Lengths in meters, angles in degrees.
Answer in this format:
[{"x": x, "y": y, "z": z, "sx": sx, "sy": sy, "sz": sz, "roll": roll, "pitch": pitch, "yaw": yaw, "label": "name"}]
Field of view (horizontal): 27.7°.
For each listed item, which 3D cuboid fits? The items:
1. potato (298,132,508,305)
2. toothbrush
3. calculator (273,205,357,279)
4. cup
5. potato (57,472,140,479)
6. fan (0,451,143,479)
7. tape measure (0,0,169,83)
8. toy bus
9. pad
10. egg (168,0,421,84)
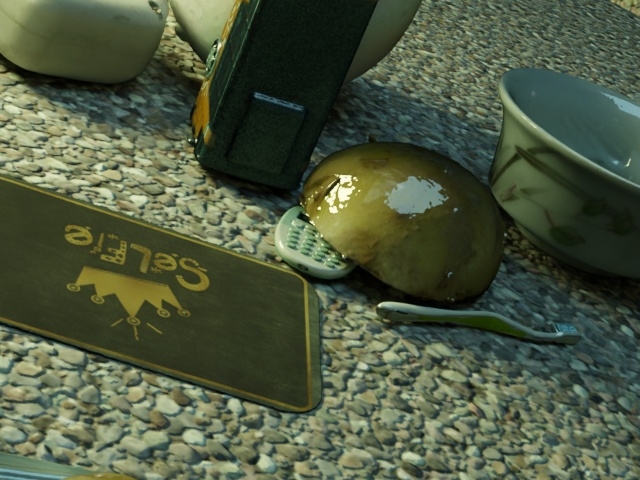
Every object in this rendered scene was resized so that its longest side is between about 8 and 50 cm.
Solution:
[{"x": 0.105, "y": -0.048, "z": 1.428, "sx": 0.239, "sy": 0.116, "sz": 0.299, "roll": 31, "pitch": 20, "yaw": 14, "label": "potato"}, {"x": 0.169, "y": 0.087, "z": 1.349, "sx": 0.263, "sy": 0.022, "sz": 0.026, "roll": 8, "pitch": 44, "yaw": -31, "label": "toothbrush"}, {"x": 0.000, "y": 0.000, "z": 1.369, "sx": 0.095, "sy": 0.021, "sz": 0.153, "roll": 26, "pitch": 23, "yaw": 3, "label": "calculator"}, {"x": 0.351, "y": -0.065, "z": 1.634, "sx": 0.347, "sy": 0.163, "sz": 0.347, "roll": 20, "pitch": 25, "yaw": -10, "label": "cup"}, {"x": -0.056, "y": 0.282, "z": 0.646, "sx": 0.369, "sy": 0.176, "sz": 0.195, "roll": 45, "pitch": -9, "yaw": 23, "label": "potato"}, {"x": -0.188, "y": 0.163, "z": 0.897, "sx": 0.282, "sy": 0.023, "sz": 0.057, "roll": 12, "pitch": 19, "yaw": -24, "label": "fan"}, {"x": -0.308, "y": -0.299, "z": 1.551, "sx": 0.265, "sy": 0.130, "sz": 0.258, "roll": 41, "pitch": 25, "yaw": 26, "label": "tape measure"}, {"x": -0.044, "y": -0.203, "z": 1.437, "sx": 0.138, "sy": 0.275, "sz": 0.167, "roll": 16, "pitch": 30, "yaw": -17, "label": "toy bus"}, {"x": -0.164, "y": 0.000, "z": 1.186, "sx": 0.375, "sy": 0.063, "sz": 0.315, "roll": 19, "pitch": 25, "yaw": -12, "label": "pad"}, {"x": -0.041, "y": -0.341, "z": 1.650, "sx": 0.354, "sy": 0.354, "sz": 0.340, "roll": 22, "pitch": 44, "yaw": -4, "label": "egg"}]
